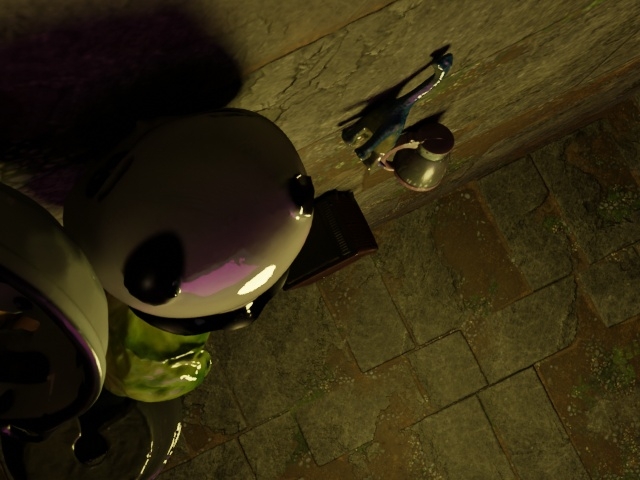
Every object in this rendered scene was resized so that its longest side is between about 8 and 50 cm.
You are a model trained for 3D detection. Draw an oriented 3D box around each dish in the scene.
[{"bbox_3d":[-0.295,0.039,0.426,0.303,0.303,0.120,-29,-146,30],"label":"dish"}]

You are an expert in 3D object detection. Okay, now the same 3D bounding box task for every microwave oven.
[{"bbox_3d":[0.000,0.002,1.374,0.247,0.178,0.188,-28,173,24],"label":"microwave oven"}]

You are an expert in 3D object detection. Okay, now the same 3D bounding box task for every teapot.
[{"bbox_3d":[0.208,-0.189,1.100,0.116,0.148,0.146,-62,178,-26],"label":"teapot"}]

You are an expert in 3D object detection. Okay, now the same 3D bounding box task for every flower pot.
[{"bbox_3d":[-0.469,0.413,1.082,0.379,0.380,0.251,-23,-176,-23],"label":"flower pot"}]

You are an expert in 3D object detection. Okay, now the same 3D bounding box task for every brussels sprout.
[{"bbox_3d":[-0.336,0.175,1.043,0.227,0.294,0.260,-17,-136,28],"label":"brussels sprout"}]

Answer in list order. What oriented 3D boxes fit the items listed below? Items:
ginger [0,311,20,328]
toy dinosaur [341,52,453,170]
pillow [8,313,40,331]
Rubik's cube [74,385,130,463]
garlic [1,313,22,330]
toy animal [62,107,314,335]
[{"bbox_3d":[-0.523,0.117,0.826,0.193,0.053,0.176,-37,-172,-15],"label":"ginger"},{"bbox_3d":[0.129,-0.192,0.835,0.188,0.075,0.247,-34,167,9],"label":"toy dinosaur"},{"bbox_3d":[-0.474,0.153,0.889,0.223,0.084,0.236,-34,-156,43],"label":"pillow"},{"bbox_3d":[-0.609,0.383,1.368,0.344,0.337,0.343,-21,172,-27],"label":"Rubik's cube"},{"bbox_3d":[-0.577,0.195,0.960,0.066,0.084,0.152,-12,-147,32],"label":"garlic"},{"bbox_3d":[-0.125,-0.015,0.564,0.250,0.251,0.310,-24,180,-15],"label":"toy animal"}]
